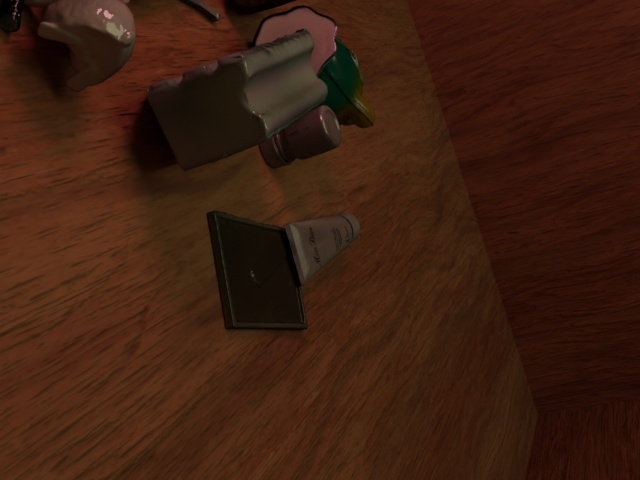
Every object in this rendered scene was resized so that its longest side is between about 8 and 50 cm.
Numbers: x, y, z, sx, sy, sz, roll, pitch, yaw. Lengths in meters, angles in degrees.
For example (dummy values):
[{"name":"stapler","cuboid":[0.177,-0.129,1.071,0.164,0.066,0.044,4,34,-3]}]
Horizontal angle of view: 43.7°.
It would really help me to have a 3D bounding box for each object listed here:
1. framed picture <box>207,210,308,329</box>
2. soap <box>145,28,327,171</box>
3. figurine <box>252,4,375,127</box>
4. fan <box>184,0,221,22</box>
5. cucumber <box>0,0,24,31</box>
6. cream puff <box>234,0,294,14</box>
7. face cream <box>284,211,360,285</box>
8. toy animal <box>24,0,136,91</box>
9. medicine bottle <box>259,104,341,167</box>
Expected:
[{"name":"framed picture","cuboid":[-0.121,0.068,1.636,0.315,0.024,0.232,14,63,-63]},{"name":"soap","cuboid":[-0.147,-0.269,1.487,0.156,0.261,0.446,68,23,-14]},{"name":"figurine","cuboid":[-0.021,-0.381,1.883,0.231,0.323,0.340,-56,159,-5]},{"name":"fan","cuboid":[-0.287,-0.504,1.629,0.282,0.023,0.057,21,55,-60]},{"name":"cucumber","cuboid":[-0.446,-0.365,1.169,0.032,0.032,0.133,41,40,-51]},{"name":"cream puff","cuboid":[-0.109,-0.623,1.876,0.269,0.241,0.155,-125,-167,-64]},{"name":"face cream","cuboid":[0.000,0.000,1.881,0.314,0.089,0.143,-27,105,-61]},{"name":"toy animal","cuboid":[-0.367,-0.357,1.243,0.141,0.138,0.282,60,2,-47]},{"name":"medicine bottle","cuboid":[-0.045,-0.235,1.810,0.105,0.168,0.105,46,35,-47]}]
